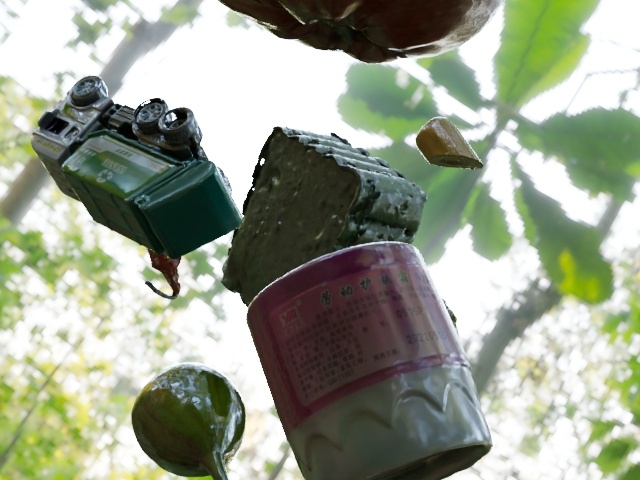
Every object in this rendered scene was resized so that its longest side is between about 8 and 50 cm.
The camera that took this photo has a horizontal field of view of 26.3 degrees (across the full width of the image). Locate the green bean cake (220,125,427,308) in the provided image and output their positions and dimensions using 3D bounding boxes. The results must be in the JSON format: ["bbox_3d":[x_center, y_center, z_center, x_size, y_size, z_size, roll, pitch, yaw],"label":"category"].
[{"bbox_3d":[0.000,0.000,1.763,0.132,0.255,0.241,8,15,-41],"label":"green bean cake"}]

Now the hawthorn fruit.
[{"bbox_3d":[0.042,-0.275,1.058,0.275,0.300,0.275,24,-25,12],"label":"hawthorn fruit"}]

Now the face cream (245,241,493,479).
[{"bbox_3d":[0.043,0.123,1.216,0.175,0.175,0.195,100,-30,-66],"label":"face cream"}]

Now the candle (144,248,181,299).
[{"bbox_3d":[-0.198,-0.007,1.624,0.053,0.048,0.162,-31,-105,53],"label":"candle"}]

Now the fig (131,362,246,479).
[{"bbox_3d":[-0.156,0.258,1.694,0.151,0.151,0.259,46,10,-27],"label":"fig"}]

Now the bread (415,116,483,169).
[{"bbox_3d":[0.176,-0.126,1.915,0.103,0.062,0.049,59,0,35],"label":"bread"}]

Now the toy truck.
[{"bbox_3d":[-0.186,-0.075,1.395,0.253,0.124,0.114,22,-30,37],"label":"toy truck"}]

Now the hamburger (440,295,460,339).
[{"bbox_3d":[0.139,0.148,2.163,0.215,0.122,0.189,-4,-75,51],"label":"hamburger"}]
